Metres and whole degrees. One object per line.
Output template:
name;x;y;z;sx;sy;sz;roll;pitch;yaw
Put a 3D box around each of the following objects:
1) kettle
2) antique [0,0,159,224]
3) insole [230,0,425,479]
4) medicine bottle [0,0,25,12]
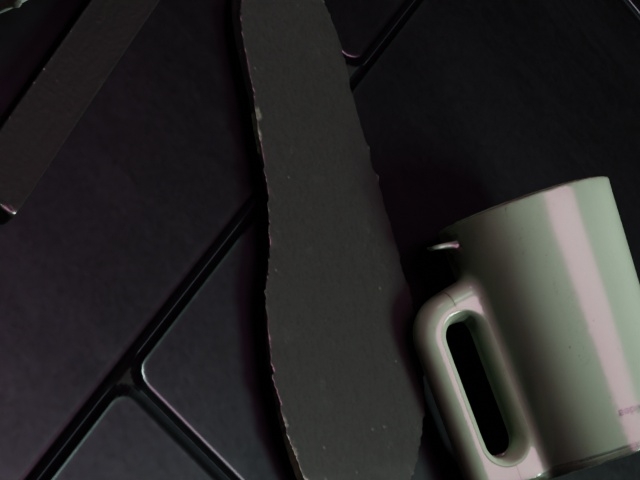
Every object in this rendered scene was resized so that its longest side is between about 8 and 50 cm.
kettle;0.124;0.050;0.832;0.126;0.098;0.148;-8;79;-53
antique;-0.118;-0.085;0.749;0.031;0.015;0.192;40;50;-17
insole;0.000;0.000;0.809;0.110;0.012;0.310;2;70;-41
medicine bottle;-0.089;-0.255;0.730;0.190;0.190;0.332;54;47;-7
